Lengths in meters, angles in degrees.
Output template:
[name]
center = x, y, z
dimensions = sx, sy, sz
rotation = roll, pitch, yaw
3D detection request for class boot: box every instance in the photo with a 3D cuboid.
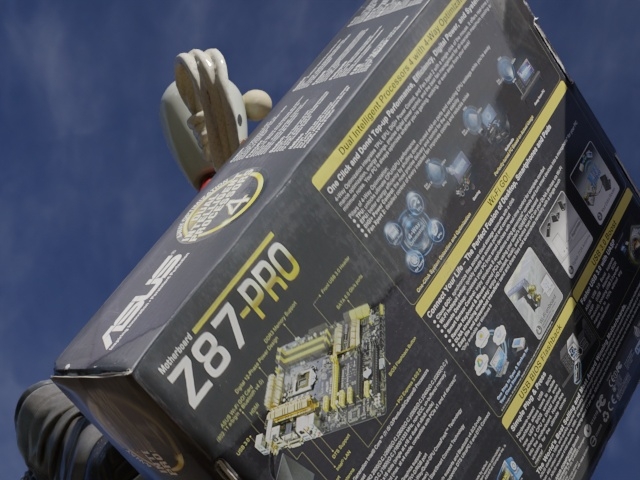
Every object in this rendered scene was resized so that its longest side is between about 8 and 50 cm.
[boot]
center = -0.182, 0.295, 1.024
dimensions = 0.223, 0.118, 0.338
rotation = 4, -89, 57

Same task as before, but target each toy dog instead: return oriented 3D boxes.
[toy dog]
center = 0.000, 0.000, 0.948
dimensions = 0.220, 0.161, 0.333
rotation = 149, -77, -72

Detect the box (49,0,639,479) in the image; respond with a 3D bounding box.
[box]
center = 0.068, 0.050, 0.774
dimensions = 0.097, 0.395, 0.318
rotation = -6, -51, 48
